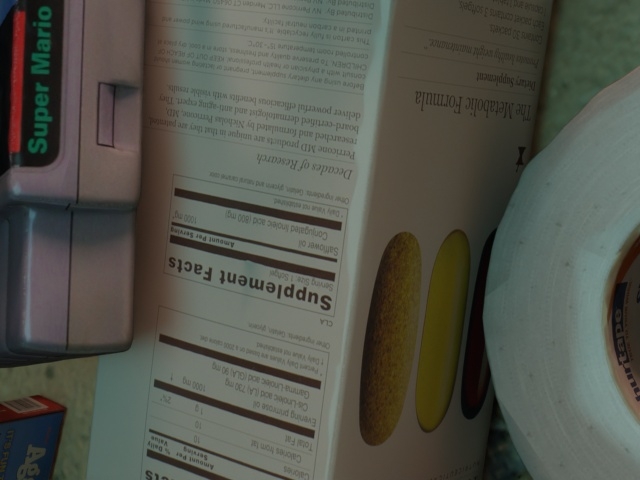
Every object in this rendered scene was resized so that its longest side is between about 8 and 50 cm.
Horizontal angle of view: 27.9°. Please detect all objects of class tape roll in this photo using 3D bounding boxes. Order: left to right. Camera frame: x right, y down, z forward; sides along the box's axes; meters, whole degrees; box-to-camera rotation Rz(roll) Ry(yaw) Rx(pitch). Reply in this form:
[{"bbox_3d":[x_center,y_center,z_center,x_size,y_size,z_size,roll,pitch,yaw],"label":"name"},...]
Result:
[{"bbox_3d":[0.177,0.032,0.508,0.219,0.072,0.219,2,94,31],"label":"tape roll"}]

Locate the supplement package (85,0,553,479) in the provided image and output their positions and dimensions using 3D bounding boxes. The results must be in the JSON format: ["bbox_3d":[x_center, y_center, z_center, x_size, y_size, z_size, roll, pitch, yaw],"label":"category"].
[{"bbox_3d":[0.000,0.000,0.574,0.133,0.139,0.244,12,100,35],"label":"supplement package"}]

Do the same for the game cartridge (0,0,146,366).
[{"bbox_3d":[-0.136,-0.120,0.607,0.230,0.068,0.355,159,112,-69],"label":"game cartridge"}]

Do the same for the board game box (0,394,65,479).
[{"bbox_3d":[-0.229,0.229,0.722,0.027,0.145,0.281,21,102,32],"label":"board game box"}]
